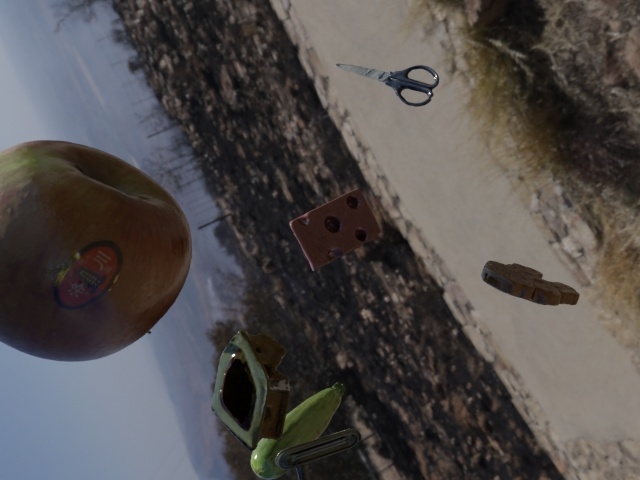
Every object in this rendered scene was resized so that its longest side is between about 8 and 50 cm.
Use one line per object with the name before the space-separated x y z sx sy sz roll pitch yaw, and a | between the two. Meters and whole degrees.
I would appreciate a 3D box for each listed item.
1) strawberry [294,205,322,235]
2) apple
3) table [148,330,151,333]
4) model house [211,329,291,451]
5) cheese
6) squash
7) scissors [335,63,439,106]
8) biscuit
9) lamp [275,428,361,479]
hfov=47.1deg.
strawberry | 0.028 -0.048 1.883 0.140 0.192 0.085 -99 7 -85
apple | -0.433 0.022 1.265 0.400 0.333 0.400 31 -167 -8
table | -0.468 0.114 1.974 0.167 0.226 0.167 29 166 8
model house | -0.142 0.377 1.884 0.174 0.267 0.239 12 177 34
cheese | 0.003 -0.001 1.636 0.128 0.203 0.177 60 149 2
squash | -0.057 0.532 2.072 0.118 0.371 0.118 25 134 28
scissors | 0.163 -0.421 1.894 0.300 0.109 0.022 22 176 30
biscuit | 0.442 0.095 1.592 0.186 0.295 0.044 28 103 40
lamp | 0.042 0.582 1.661 0.124 0.203 0.283 84 163 -71
